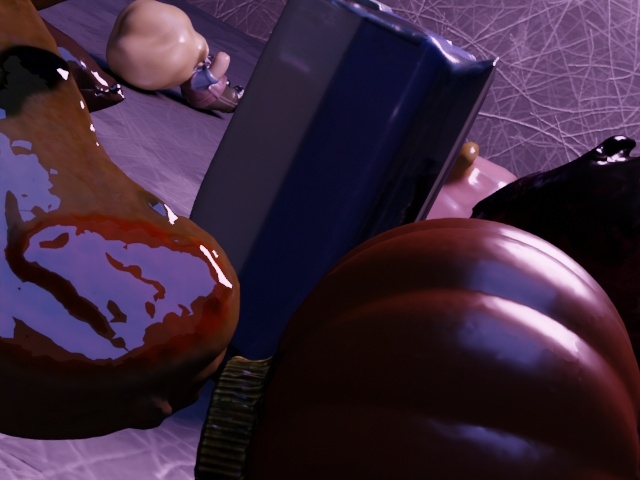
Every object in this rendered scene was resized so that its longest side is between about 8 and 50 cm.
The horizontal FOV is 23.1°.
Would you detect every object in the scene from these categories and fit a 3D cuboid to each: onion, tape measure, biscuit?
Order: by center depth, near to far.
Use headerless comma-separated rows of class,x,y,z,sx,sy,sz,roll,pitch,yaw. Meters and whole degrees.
biscuit,-0.238,-0.087,0.666,0.368,0.076,0.394,2,47,-26
tape measure,0.008,-0.040,1.070,0.138,0.259,0.262,28,11,4
onion,0.215,0.044,1.193,0.281,0.281,0.221,6,58,-62

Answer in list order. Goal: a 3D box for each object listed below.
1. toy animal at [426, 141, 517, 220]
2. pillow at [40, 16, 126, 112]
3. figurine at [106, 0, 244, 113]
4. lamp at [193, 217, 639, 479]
toy animal,0.076,-0.045,1.513,0.281,0.195,0.169,42,52,19
pillow,-0.312,-0.104,0.807,0.307,0.108,0.305,-25,47,-37
figurine,-0.165,-0.214,1.884,0.196,0.108,0.114,25,13,-45
lamp,0.050,0.101,0.643,0.196,0.223,0.223,11,10,6
